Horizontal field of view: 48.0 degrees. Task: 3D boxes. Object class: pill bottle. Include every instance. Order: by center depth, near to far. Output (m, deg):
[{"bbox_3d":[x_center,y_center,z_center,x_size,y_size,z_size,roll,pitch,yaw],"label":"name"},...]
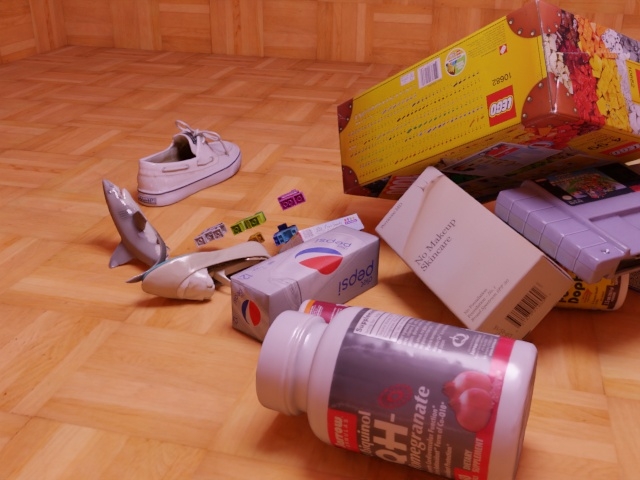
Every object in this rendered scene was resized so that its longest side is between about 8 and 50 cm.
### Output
[{"bbox_3d":[0.091,0.179,0.881,0.318,0.176,0.176,10,26,20],"label":"pill bottle"},{"bbox_3d":[0.042,0.140,1.072,0.152,0.086,0.086,8,26,14],"label":"pill bottle"},{"bbox_3d":[0.400,0.056,1.225,0.214,0.117,0.117,3,25,6],"label":"pill bottle"}]

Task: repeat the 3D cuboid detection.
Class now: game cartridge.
[{"bbox_3d":[0.491,-0.044,1.186,0.355,0.068,0.230,-12,41,-27],"label":"game cartridge"}]

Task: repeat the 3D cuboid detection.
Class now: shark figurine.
[{"bbox_3d":[-0.343,0.020,1.333,0.116,0.166,0.278,-36,45,-8],"label":"shark figurine"}]

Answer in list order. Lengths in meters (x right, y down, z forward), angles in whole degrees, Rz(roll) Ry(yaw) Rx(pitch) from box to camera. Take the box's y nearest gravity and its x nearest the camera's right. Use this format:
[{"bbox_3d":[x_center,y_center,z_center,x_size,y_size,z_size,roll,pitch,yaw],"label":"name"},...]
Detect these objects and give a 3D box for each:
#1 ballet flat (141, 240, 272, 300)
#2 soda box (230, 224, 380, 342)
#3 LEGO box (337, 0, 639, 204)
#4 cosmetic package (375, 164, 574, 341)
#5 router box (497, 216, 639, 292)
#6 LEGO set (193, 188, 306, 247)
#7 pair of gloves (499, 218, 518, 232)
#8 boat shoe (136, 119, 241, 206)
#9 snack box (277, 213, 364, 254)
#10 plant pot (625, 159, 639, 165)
[{"bbox_3d":[-0.188,0.059,1.259,0.248,0.086,0.086,-19,31,-38],"label":"ballet flat"},{"bbox_3d":[-0.019,0.067,1.215,0.091,0.098,0.286,21,31,36],"label":"soda box"},{"bbox_3d":[0.329,-0.217,1.353,0.372,0.193,0.500,4,-13,-36],"label":"LEGO box"},{"bbox_3d":[0.239,0.023,1.173,0.113,0.160,0.309,32,11,-39],"label":"cosmetic package"},{"bbox_3d":[0.577,-0.029,1.453,0.301,0.082,0.335,-21,33,-38],"label":"router box"},{"bbox_3d":[-0.119,-0.022,1.399,0.227,0.087,0.093,-22,14,9],"label":"LEGO set"},{"bbox_3d":[0.418,-0.034,1.316,0.198,0.023,0.159,-15,18,-37],"label":"pair of gloves"},{"bbox_3d":[-0.316,-0.216,1.744,0.135,0.157,0.367,14,29,27],"label":"boat shoe"},{"bbox_3d":[0.000,0.000,1.363,0.141,0.037,0.100,-17,-14,-33],"label":"snack box"},{"bbox_3d":[0.685,-0.118,1.614,0.095,0.134,0.134,-37,42,-29],"label":"plant pot"}]
